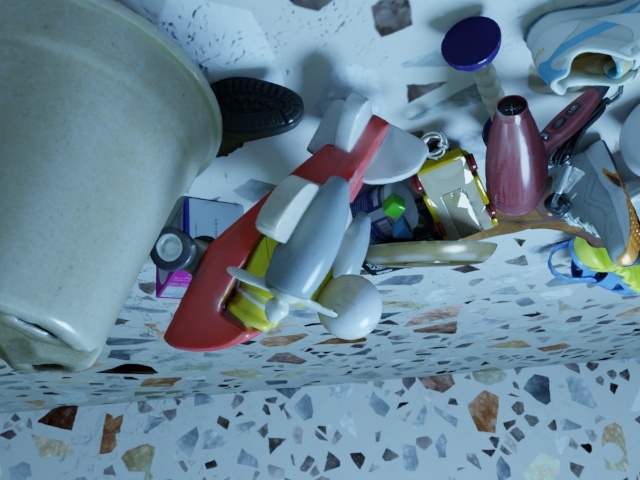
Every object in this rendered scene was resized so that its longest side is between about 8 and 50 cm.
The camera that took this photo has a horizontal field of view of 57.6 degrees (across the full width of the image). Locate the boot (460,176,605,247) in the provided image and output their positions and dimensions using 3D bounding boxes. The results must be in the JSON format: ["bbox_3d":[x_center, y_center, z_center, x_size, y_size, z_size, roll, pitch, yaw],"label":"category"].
[{"bbox_3d":[0.416,-0.025,1.151,0.281,0.096,0.264,-18,153,25],"label":"boot"}]

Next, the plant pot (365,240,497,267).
[{"bbox_3d":[0.183,0.027,1.003,0.237,0.032,0.236,-1,173,0],"label":"plant pot"}]

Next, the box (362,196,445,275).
[{"bbox_3d":[0.156,-0.004,1.156,0.180,0.077,0.147,-16,154,20],"label":"box"}]

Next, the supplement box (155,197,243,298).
[{"bbox_3d":[-0.229,0.024,1.086,0.114,0.111,0.220,7,153,-28],"label":"supplement box"}]

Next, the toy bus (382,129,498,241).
[{"bbox_3d":[0.206,-0.095,0.931,0.191,0.104,0.202,14,129,-12],"label":"toy bus"}]

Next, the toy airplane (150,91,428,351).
[{"bbox_3d":[0.000,0.000,0.783,0.386,0.272,0.384,-30,167,-41],"label":"toy airplane"}]

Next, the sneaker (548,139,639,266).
[{"bbox_3d":[0.424,-0.045,0.917,0.121,0.262,0.099,-24,122,27],"label":"sneaker"}]

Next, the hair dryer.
[{"bbox_3d":[0.299,-0.139,0.786,0.080,0.223,0.294,28,-161,36],"label":"hair dryer"}]

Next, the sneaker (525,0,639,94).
[{"bbox_3d":[0.370,-0.235,0.687,0.229,0.092,0.087,-13,153,12],"label":"sneaker"}]

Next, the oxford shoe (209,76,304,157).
[{"bbox_3d":[-0.123,-0.156,0.768,0.227,0.082,0.096,-1,160,18],"label":"oxford shoe"}]

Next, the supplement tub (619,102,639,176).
[{"bbox_3d":[0.566,-0.134,0.889,0.200,0.144,0.144,17,146,-40],"label":"supplement tub"}]

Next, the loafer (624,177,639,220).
[{"bbox_3d":[0.600,-0.058,1.098,0.112,0.111,0.319,-32,150,23],"label":"loafer"}]

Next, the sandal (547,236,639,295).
[{"bbox_3d":[0.652,0.058,1.374,0.318,0.126,0.138,23,147,-33],"label":"sandal"}]

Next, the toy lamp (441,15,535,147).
[{"bbox_3d":[0.239,-0.185,0.785,0.080,0.080,0.275,-17,154,22],"label":"toy lamp"}]

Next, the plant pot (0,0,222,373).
[{"bbox_3d":[-0.302,-0.039,0.613,0.334,0.305,0.333,7,149,4],"label":"plant pot"}]

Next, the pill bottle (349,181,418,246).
[{"bbox_3d":[0.082,-0.035,1.051,0.169,0.094,0.094,-23,150,33],"label":"pill bottle"}]
